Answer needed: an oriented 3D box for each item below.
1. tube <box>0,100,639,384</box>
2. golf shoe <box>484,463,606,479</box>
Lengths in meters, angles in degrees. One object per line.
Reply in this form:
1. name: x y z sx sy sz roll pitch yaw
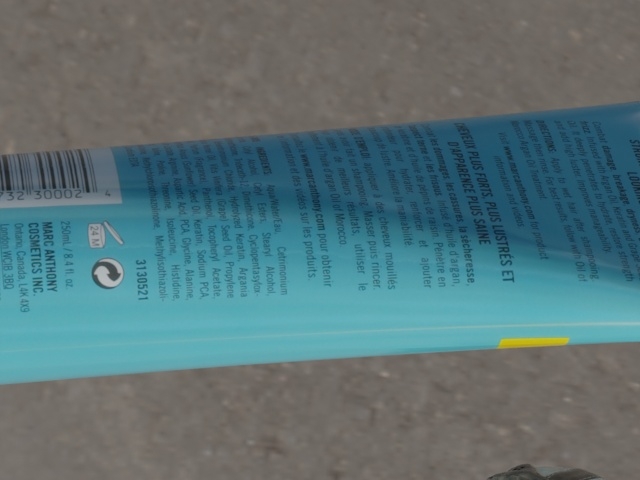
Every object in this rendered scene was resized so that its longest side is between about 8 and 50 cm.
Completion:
1. tube: 0.000 0.000 0.454 0.207 0.052 0.080 -5 55 -10
2. golf shoe: 0.084 0.089 0.500 0.094 0.198 0.077 -10 87 -11
